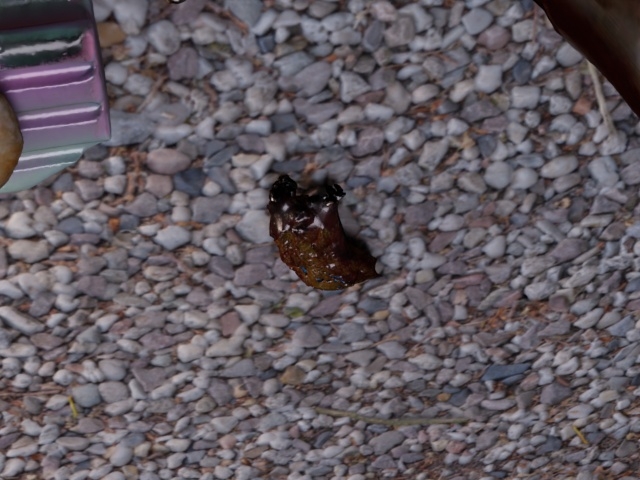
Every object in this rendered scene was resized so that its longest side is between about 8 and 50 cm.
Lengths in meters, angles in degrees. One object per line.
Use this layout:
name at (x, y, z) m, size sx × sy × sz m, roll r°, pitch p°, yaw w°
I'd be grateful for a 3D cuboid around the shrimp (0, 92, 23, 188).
shrimp at (-0.429, -0.095, 1.191) m, size 0.317 × 0.077 × 0.168 m, roll 3°, pitch 124°, yaw -25°

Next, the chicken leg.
chicken leg at (0.000, 0.000, 1.580) m, size 0.105 × 0.063 × 0.234 m, roll -18°, pitch 140°, yaw 9°

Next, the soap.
soap at (-0.371, -0.136, 1.289) m, size 0.323 × 0.109 × 0.193 m, roll -10°, pitch 136°, yaw -8°

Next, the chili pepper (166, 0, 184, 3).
chili pepper at (-0.047, -0.377, 1.141) m, size 0.137 × 0.092 × 0.369 m, roll -10°, pitch 132°, yaw -33°

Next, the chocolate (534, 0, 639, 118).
chocolate at (0.390, -0.246, 1.246) m, size 0.383 × 0.331 × 0.384 m, roll -7°, pitch 138°, yaw -6°
